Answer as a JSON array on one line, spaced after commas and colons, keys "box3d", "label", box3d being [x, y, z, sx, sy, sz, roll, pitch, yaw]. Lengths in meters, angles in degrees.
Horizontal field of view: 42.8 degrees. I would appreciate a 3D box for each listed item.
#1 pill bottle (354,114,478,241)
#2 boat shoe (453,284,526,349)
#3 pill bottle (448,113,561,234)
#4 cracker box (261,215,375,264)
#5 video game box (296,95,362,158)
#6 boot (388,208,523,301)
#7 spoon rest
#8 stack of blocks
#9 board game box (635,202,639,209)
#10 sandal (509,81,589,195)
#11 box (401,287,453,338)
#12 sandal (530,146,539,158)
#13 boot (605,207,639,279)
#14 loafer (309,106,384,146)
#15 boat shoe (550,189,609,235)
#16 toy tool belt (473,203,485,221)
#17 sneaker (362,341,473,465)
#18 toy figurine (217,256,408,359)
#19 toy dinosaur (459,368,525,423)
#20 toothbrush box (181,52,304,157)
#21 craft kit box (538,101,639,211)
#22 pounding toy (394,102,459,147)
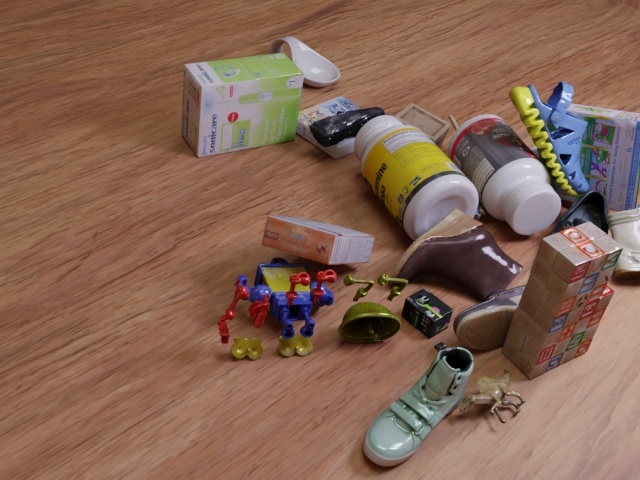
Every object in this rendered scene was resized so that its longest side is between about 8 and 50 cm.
[{"box3d": [0.214, -0.155, 1.950, 0.187, 0.188, 0.334, -10, 41, -23], "label": "pill bottle"}, {"box3d": [0.375, 0.148, 1.679, 0.285, 0.103, 0.092, -11, 37, -30], "label": "boat shoe"}, {"box3d": [0.455, -0.160, 2.016, 0.176, 0.176, 0.319, -5, 41, -19], "label": "pill bottle"}, {"box3d": [0.000, 0.000, 1.703, 0.155, 0.067, 0.232, 16, 5, 23], "label": "cracker box"}, {"box3d": [0.049, -0.310, 2.222, 0.205, 0.048, 0.187, -27, 54, -37], "label": "video game box"}, {"box3d": [0.292, 0.066, 1.766, 0.248, 0.090, 0.207, -41, 77, -17], "label": "boot"}, {"box3d": [-0.055, -0.543, 2.464, 0.137, 0.084, 0.276, -24, 48, -35], "label": "spoon rest"}, {"box3d": [0.475, 0.113, 1.579, 0.171, 0.297, 0.087, -18, 45, -29], "label": "stack of blocks"}, {"box3d": [0.891, -0.036, 2.017, 0.211, 0.039, 0.160, 32, 22, 23], "label": "board game box"}, {"box3d": [0.577, -0.249, 1.948, 0.138, 0.317, 0.126, -28, 22, 11], "label": "sandal"}, {"box3d": [0.219, 0.149, 1.677, 0.062, 0.052, 0.083, -25, 49, -36], "label": "box"}, {"box3d": [0.688, -0.224, 2.209, 0.265, 0.102, 0.076, 13, 40, 8], "label": "sandal"}, {"box3d": [0.775, 0.006, 1.906, 0.213, 0.077, 0.165, 0, 69, -10], "label": "boot"}, {"box3d": [0.072, -0.310, 2.130, 0.223, 0.076, 0.078, -24, 59, -30], "label": "loafer"}, {"box3d": [0.607, -0.012, 1.913, 0.127, 0.113, 0.340, 29, 42, 20], "label": "boat shoe"}, {"box3d": [0.372, -0.065, 1.979, 0.052, 0.051, 0.083, 10, 38, 1], "label": "toy tool belt"}, {"box3d": [0.172, 0.276, 1.426, 0.094, 0.151, 0.256, 35, 46, 26], "label": "sneaker"}, {"box3d": [-0.033, 0.084, 1.606, 0.362, 0.191, 0.217, -2, 35, -16], "label": "toy figurine"}, {"box3d": [0.336, 0.282, 1.523, 0.092, 0.053, 0.183, 42, 40, 25], "label": "toy dinosaur"}, {"box3d": [-0.201, -0.348, 2.088, 0.283, 0.206, 0.122, -12, 44, -27], "label": "toothbrush box"}, {"box3d": [0.666, -0.206, 2.020, 0.246, 0.250, 0.061, 14, 35, 27], "label": "craft kit box"}, {"box3d": [0.304, -0.275, 2.206, 0.206, 0.094, 0.181, 31, 37, 12], "label": "pounding toy"}]
